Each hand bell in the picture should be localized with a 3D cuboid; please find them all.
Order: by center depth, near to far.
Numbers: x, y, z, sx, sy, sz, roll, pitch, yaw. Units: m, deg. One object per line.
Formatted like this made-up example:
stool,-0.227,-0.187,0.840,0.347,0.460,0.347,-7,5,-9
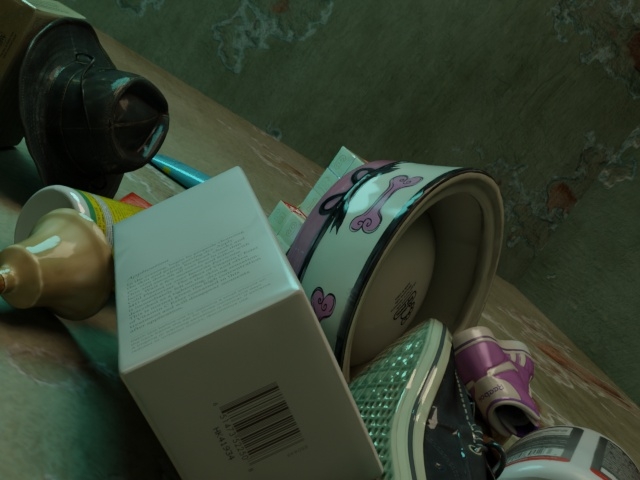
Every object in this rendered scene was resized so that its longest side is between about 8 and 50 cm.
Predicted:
hand bell,-0.332,0.043,0.879,0.126,0.126,0.242,39,23,18

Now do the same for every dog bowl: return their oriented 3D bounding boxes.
dog bowl,0.096,0.066,1.277,0.150,0.408,0.408,25,4,31

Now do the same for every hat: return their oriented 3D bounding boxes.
hat,-0.306,-0.184,1.323,0.133,0.331,0.331,-3,4,13

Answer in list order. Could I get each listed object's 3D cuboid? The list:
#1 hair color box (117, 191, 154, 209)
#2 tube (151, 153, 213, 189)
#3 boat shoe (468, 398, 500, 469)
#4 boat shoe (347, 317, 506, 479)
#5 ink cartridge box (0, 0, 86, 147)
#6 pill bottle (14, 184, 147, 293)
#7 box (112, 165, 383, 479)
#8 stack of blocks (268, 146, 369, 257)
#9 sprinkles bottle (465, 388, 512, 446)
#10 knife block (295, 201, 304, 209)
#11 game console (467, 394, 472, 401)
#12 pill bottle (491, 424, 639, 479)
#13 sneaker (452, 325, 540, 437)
hair color box,-0.289,-0.021,1.284,0.043,0.072,0.141,34,12,-4
tube,-0.272,-0.132,1.873,0.207,0.052,0.080,31,6,6
boat shoe,0.164,0.283,1.234,0.324,0.123,0.116,14,32,-53
boat shoe,0.094,0.247,0.945,0.156,0.187,0.500,45,21,-11
ink cartridge box,-0.464,-0.253,1.308,0.088,0.235,0.193,32,11,-1
pill bottle,-0.266,0.007,1.119,0.117,0.118,0.208,42,13,30
box,-0.090,0.096,0.912,0.345,0.168,0.215,-121,-173,-65
stack of blocks,0.000,0.000,1.459,0.171,0.297,0.087,26,15,-42
sprinkles bottle,0.185,0.219,1.546,0.355,0.121,0.121,36,11,6
knife block,-0.043,-0.033,1.747,0.276,0.088,0.242,46,-15,41
game console,0.165,0.259,1.429,0.144,0.124,0.085,37,-15,5
pill bottle,0.308,0.350,1.128,0.210,0.210,0.363,39,12,18
sneaker,0.286,0.237,1.370,0.282,0.102,0.161,23,34,-57
